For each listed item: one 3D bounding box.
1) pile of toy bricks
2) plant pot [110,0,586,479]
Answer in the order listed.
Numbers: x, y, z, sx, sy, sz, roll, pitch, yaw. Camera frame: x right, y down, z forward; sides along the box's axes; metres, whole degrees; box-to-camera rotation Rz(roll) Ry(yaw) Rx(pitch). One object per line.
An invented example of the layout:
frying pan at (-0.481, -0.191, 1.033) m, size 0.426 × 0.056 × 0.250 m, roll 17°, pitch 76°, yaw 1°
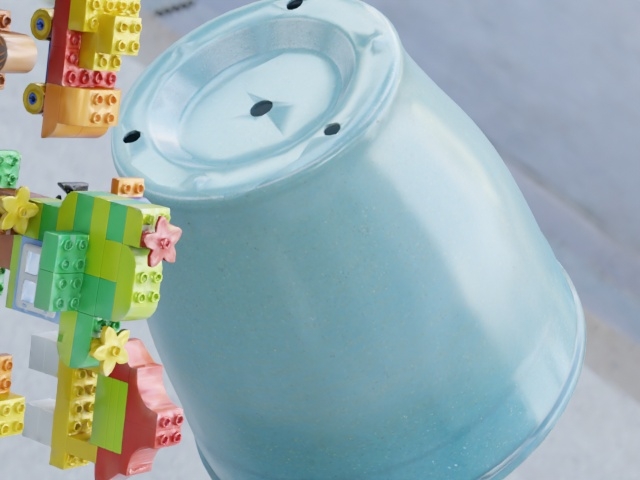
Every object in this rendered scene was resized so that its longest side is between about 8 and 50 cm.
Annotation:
pile of toy bricks at (-0.098, 0.001, 0.741) m, size 0.105 × 0.212 × 0.118 m, roll 14°, pitch 12°, yaw 37°
plant pot at (0.000, 0.000, 1.143) m, size 0.271 × 0.255 × 0.272 m, roll -15°, pitch 42°, yaw 14°
